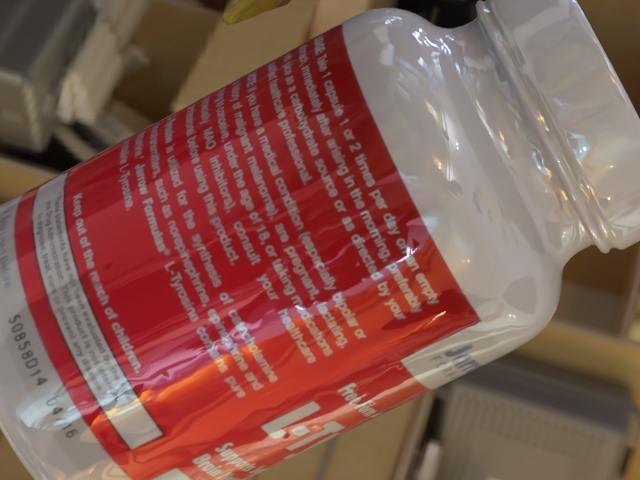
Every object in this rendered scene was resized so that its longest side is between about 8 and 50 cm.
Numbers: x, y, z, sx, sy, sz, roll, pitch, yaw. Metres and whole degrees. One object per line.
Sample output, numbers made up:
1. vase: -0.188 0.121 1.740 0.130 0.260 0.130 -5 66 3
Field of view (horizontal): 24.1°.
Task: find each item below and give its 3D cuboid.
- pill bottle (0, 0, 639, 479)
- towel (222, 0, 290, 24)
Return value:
1. pill bottle: 0.000 0.000 0.934 0.229 0.407 0.229 59 12 -20
2. towel: -0.016 -0.148 0.820 0.060 0.009 0.083 -29 171 -47
